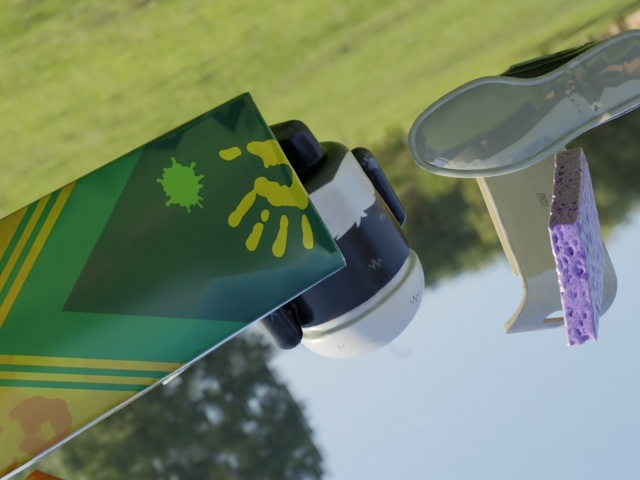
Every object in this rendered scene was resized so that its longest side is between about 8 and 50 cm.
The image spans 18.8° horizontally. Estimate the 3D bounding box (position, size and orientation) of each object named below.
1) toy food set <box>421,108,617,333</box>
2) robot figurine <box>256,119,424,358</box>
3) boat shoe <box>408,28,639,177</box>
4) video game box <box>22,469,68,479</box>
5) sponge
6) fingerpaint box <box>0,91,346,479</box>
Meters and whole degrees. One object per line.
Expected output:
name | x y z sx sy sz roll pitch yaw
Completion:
toy food set | 0.249 -0.033 2.468 0.092 0.306 0.220 -31 162 35
robot figurine | -0.003 0.001 2.163 0.209 0.278 0.173 -33 -161 3
boat shoe | 0.166 -0.101 1.447 0.206 0.075 0.065 -22 -178 13
video game box | -0.172 0.229 1.170 0.205 0.048 0.187 9 -142 45
sponge | 0.238 0.002 1.794 0.031 0.117 0.210 -8 -160 13
fingerpaint box | -0.255 0.092 1.498 0.371 0.163 0.445 -31 -178 -37
